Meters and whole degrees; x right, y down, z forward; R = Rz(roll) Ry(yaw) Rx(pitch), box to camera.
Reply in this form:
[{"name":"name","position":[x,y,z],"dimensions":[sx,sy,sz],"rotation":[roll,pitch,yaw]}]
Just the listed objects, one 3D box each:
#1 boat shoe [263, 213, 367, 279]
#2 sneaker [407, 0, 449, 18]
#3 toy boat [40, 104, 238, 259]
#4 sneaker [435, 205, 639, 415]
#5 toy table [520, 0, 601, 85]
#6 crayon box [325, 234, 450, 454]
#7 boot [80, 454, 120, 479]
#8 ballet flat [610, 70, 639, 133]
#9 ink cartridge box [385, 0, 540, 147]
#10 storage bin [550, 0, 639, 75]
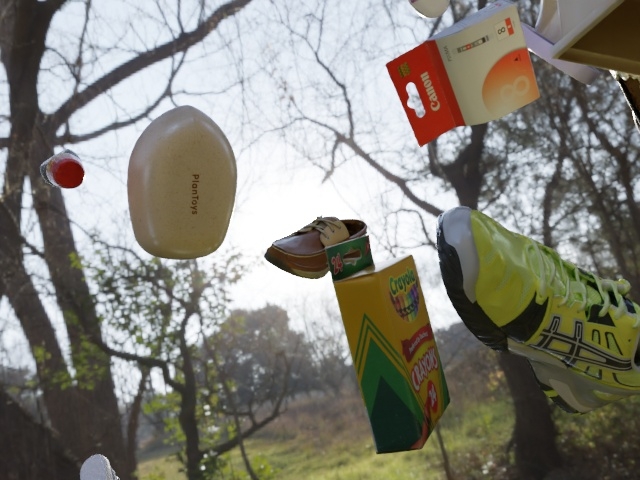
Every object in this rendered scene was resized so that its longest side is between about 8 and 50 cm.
[{"name":"boat shoe","position":[0.000,0.000,1.378],"dimensions":[0.324,0.123,0.119],"rotation":[-9,-57,-60]},{"name":"sneaker","position":[0.195,-0.575,1.272],"dimensions":[0.102,0.282,0.161],"rotation":[-22,21,5]},{"name":"toy boat","position":[-0.299,-0.105,1.089],"dimensions":[0.318,0.267,0.148],"rotation":[5,8,-28]},{"name":"sneaker","position":[0.269,0.067,0.732],"dimensions":[0.147,0.145,0.385],"rotation":[-28,-48,34]},{"name":"toy table","position":[0.473,-0.405,1.188],"dimensions":[0.252,0.274,0.160],"rotation":[23,-64,-16]},{"name":"crayon box","position":[0.113,0.145,1.024],"dimensions":[0.081,0.318,0.202],"rotation":[-15,1,24]},{"name":"boot","position":[-0.378,0.474,1.124],"dimensions":[0.069,0.190,0.086],"rotation":[-18,-52,-1]},{"name":"ballet flat","position":[0.427,-0.208,0.844],"dimensions":[0.074,0.203,0.074],"rotation":[-28,12,7]},{"name":"ink cartridge box","position":[0.197,-0.219,0.875],"dimensions":[0.179,0.045,0.145],"rotation":[-30,-56,0]},{"name":"storage bin","position":[0.393,-0.264,0.580],"dimensions":[0.261,0.123,0.262],"rotation":[6,-20,-16]}]
